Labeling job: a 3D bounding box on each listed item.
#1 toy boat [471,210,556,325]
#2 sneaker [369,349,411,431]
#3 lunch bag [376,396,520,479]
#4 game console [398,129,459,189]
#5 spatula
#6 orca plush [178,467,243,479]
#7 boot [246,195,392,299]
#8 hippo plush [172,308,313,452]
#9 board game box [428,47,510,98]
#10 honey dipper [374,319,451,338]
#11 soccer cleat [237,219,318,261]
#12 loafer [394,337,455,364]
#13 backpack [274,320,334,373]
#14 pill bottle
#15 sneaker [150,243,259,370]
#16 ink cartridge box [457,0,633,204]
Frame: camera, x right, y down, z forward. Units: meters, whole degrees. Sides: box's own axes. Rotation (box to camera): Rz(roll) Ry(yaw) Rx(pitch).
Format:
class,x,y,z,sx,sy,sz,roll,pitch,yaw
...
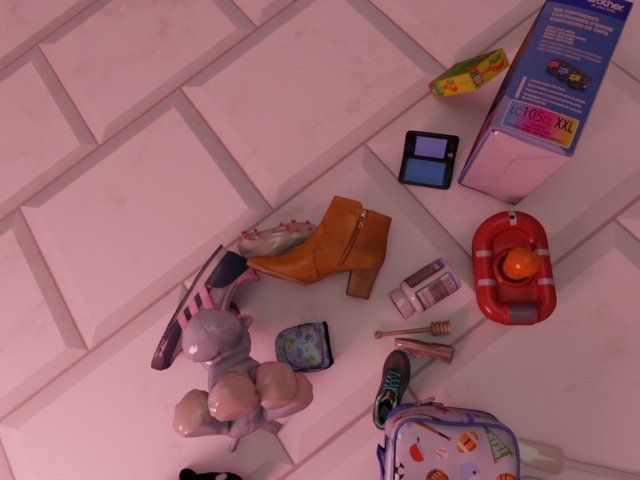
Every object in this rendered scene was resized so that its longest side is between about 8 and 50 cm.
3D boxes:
class,x,y,z,sx,sy,sz,roll,pitch,yaw
toy boat,0.390,0.049,0.807,0.151,0.151,0.231,-3,74,9
sneaker,0.144,0.304,0.819,0.065,0.076,0.166,13,77,13
lunch bag,0.217,0.442,0.722,0.243,0.115,0.303,3,83,4
game console,0.251,-0.188,0.946,0.122,0.107,0.071,11,48,13
spatula,0.477,0.480,0.741,0.242,0.019,0.168,10,71,12
orca plush,-0.286,0.539,0.846,0.287,0.102,0.151,-36,116,9
boot,0.001,0.000,0.904,0.295,0.104,0.211,13,84,-3
hippo plush,-0.153,0.247,0.811,0.234,0.294,0.236,-22,56,1
board game box,0.333,-0.378,0.931,0.092,0.181,0.043,-37,108,-1
honey dipper,0.195,0.195,0.867,0.161,0.030,0.030,-10,73,10
soccer cleat,-0.097,0.002,0.963,0.196,0.076,0.068,-11,31,-7
loafer,0.214,0.230,0.841,0.125,0.045,0.039,9,89,1
backpack,-0.039,0.231,0.870,0.114,0.084,0.105,-13,70,10
pill bottle,0.219,0.104,0.862,0.137,0.078,0.078,-32,71,0
sneaker,-0.260,0.174,0.921,0.131,0.112,0.319,31,93,-12
ink cartridge box,0.451,-0.305,0.835,0.151,0.270,0.395,27,80,11
